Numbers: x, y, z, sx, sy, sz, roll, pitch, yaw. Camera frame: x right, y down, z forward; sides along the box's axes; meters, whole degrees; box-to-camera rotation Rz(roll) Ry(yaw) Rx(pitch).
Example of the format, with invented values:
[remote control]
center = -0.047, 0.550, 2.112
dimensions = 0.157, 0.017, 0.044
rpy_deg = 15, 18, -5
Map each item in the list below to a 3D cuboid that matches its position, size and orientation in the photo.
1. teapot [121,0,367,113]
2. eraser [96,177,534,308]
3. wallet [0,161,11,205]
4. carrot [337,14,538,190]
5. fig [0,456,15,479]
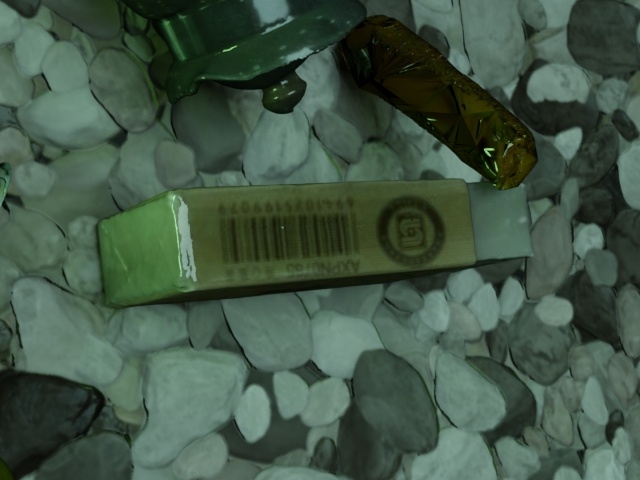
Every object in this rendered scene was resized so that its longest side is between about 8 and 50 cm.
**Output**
[teapot]
center = -0.080, -0.240, 1.400
dimensions = 0.223, 0.305, 0.285
rpy_deg = -22, 103, 2
[eraser]
center = 0.000, 0.000, 1.408
dimensions = 0.343, 0.144, 0.078
rpy_deg = -3, 84, -33
[wallet]
center = -0.386, -0.029, 1.199
dimensions = 0.309, 0.077, 0.223
rpy_deg = 31, 64, -30
[carrot]
center = 0.099, -0.120, 1.462
dimensions = 0.069, 0.228, 0.069
rpy_deg = -25, 137, -26
[fig]
center = -0.293, 0.217, 1.102
dimensions = 0.239, 0.271, 0.239
rpy_deg = -2, 98, -19
